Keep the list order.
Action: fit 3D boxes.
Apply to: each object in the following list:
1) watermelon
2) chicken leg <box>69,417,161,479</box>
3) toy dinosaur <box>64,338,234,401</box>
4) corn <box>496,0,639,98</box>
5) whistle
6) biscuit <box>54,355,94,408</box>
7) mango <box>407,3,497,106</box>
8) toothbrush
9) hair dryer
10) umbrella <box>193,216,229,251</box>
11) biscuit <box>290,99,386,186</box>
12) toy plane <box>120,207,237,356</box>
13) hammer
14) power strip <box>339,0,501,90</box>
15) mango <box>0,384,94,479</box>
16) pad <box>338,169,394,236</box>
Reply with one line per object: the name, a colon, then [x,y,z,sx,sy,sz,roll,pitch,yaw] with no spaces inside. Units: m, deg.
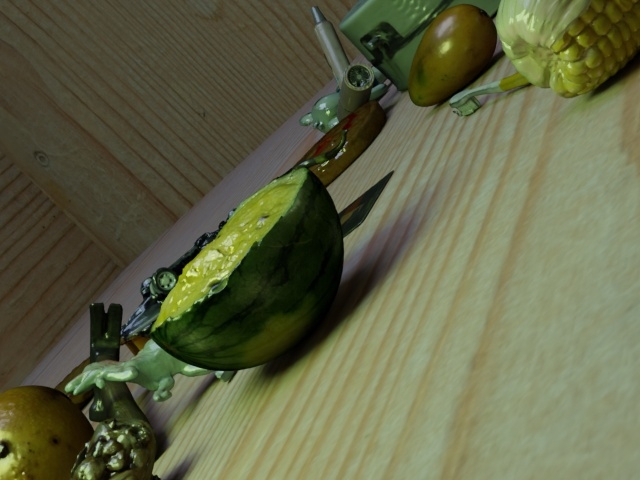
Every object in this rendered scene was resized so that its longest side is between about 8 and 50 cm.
watermelon: [-0.050,0.034,1.070,0.204,0.127,0.232,-35,14,48]
chicken leg: [-0.197,0.241,0.990,0.196,0.080,0.125,-60,6,-36]
toy dinosaur: [-0.138,0.104,1.248,0.167,0.053,0.242,3,33,46]
corn: [0.266,-0.250,0.970,0.305,0.123,0.122,-46,7,-17]
whistle: [0.063,-0.267,2.180,0.114,0.077,0.236,9,42,42]
biscuit: [-0.480,0.315,2.036,0.318,0.040,0.318,-44,9,9]
mango: [0.166,-0.239,1.505,0.111,0.089,0.163,-49,1,-22]
toothbrush: [0.202,-0.163,1.205,0.021,0.024,0.288,-49,11,-15]
hair dryer: [0.033,-0.325,2.009,0.054,0.220,0.195,-16,-11,-7]
umbrella: [-0.145,-0.022,1.991,0.071,0.071,0.248,-37,10,42]
biscuit: [0.004,-0.131,1.888,0.257,0.049,0.273,-44,7,7]
toy plane: [-0.165,0.043,1.643,0.316,0.103,0.204,-48,9,-21]
hammer: [-0.234,0.183,1.354,0.440,0.044,0.168,-154,64,-73]
power strip: [0.192,-0.411,1.958,0.357,0.161,0.357,-44,9,9]
mango: [-0.287,0.231,1.193,0.136,0.166,0.236,-2,-13,2]
pad: [0.000,0.000,1.420,0.211,0.003,0.143,-38,11,33]
